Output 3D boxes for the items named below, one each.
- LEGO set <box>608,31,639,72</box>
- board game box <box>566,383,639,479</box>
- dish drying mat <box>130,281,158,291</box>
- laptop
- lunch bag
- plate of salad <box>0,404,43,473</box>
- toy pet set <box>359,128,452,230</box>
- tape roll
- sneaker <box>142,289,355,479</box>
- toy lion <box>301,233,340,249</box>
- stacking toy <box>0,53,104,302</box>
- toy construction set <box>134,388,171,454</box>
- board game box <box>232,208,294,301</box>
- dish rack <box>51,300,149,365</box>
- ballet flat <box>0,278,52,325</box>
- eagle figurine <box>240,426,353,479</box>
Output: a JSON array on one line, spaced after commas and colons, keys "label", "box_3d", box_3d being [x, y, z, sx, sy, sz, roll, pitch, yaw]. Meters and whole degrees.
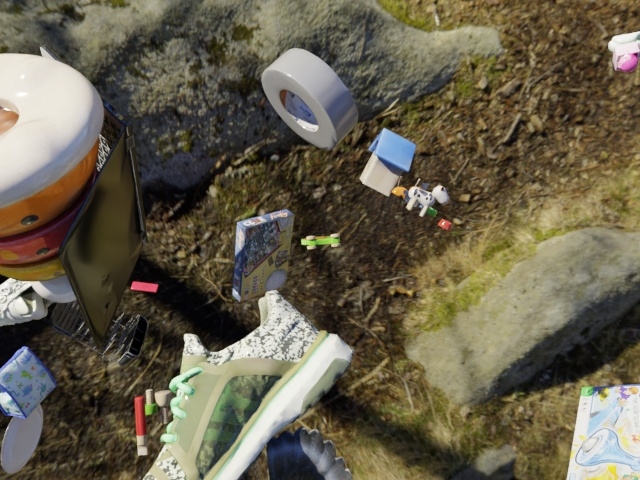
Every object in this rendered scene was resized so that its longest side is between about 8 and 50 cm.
[{"label": "LEGO set", "box_3d": [0.349, -0.279, 0.503, 0.132, 0.287, 0.107, -18, 52, 20]}, {"label": "board game box", "box_3d": [0.438, 0.286, 0.758, 0.201, 0.136, 0.035, -45, 112, -48]}, {"label": "dish drying mat", "box_3d": [-0.588, 0.156, 1.776, 0.083, 0.008, 0.032, 8, 45, -7]}, {"label": "laptop", "box_3d": [-0.474, -0.073, 1.020, 0.408, 0.382, 0.236, 42, 58, 15]}, {"label": "lunch bag", "box_3d": [-0.824, 0.388, 1.458, 0.096, 0.129, 0.151, 4, 125, 17]}, {"label": "plate of salad", "box_3d": [-0.865, 0.562, 1.530, 0.048, 0.200, 0.200, 8, 83, 2]}, {"label": "toy pet set", "box_3d": [0.106, -0.076, 0.619, 0.114, 0.122, 0.065, 26, 102, -8]}, {"label": "tape roll", "box_3d": [-0.024, -0.300, 1.142, 0.219, 0.219, 0.072, 44, 76, -4]}, {"label": "sneaker", "box_3d": [-0.148, 0.218, 0.703, 0.410, 0.158, 0.182, -38, 85, -33]}, {"label": "toy lion", "box_3d": [0.000, 0.000, 1.382, 0.100, 0.096, 0.034, -5, 95, 0]}, {"label": "stacking toy", "box_3d": [-0.504, -0.044, 0.942, 0.350, 0.480, 0.351, 0, 51, 0]}, {"label": "toy construction set", "box_3d": [-0.304, 0.489, 1.346, 0.308, 0.257, 0.237, -2, 87, -22]}, {"label": "board game box", "box_3d": [-0.161, 0.042, 1.489, 0.165, 0.042, 0.243, -18, 131, -38]}, {"label": "dish rack", "box_3d": [-0.666, 0.255, 1.610, 0.271, 0.208, 0.074, 37, 103, -22]}, {"label": "ballet flat", "box_3d": [-0.768, 0.133, 1.473, 0.408, 0.147, 0.147, -37, 92, 4]}, {"label": "eagle figurine", "box_3d": [-0.088, 0.398, 0.756, 0.226, 0.225, 0.298, 21, 71, 3]}]
